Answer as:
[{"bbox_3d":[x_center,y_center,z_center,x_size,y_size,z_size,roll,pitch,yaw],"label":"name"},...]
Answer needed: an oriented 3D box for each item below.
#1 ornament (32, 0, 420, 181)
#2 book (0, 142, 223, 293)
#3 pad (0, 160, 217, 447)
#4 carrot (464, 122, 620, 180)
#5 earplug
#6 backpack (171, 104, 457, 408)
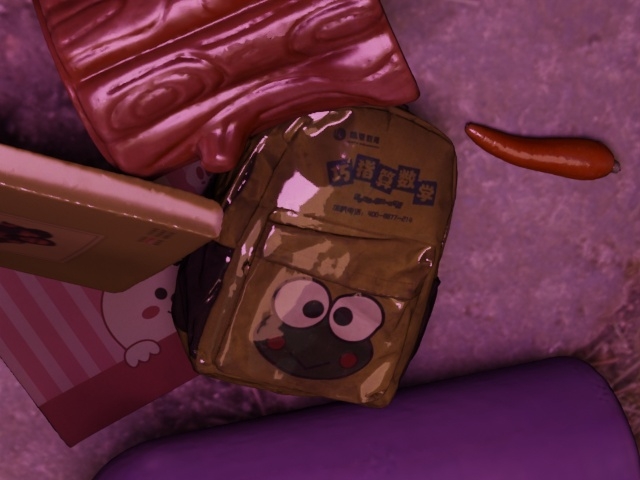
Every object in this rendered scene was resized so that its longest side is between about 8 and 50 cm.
[{"bbox_3d":[-0.069,-0.153,1.295,0.218,0.235,0.221,-23,79,4],"label":"ornament"},{"bbox_3d":[-0.273,-0.030,1.315,0.352,0.239,0.035,14,72,-21],"label":"book"},{"bbox_3d":[-0.125,0.032,1.501,0.300,0.005,0.202,-29,123,2],"label":"pad"},{"bbox_3d":[0.183,-0.072,1.511,0.142,0.035,0.035,9,117,-15],"label":"carrot"},{"bbox_3d":[0.023,0.227,1.497,0.456,0.215,0.215,-6,121,-22],"label":"earplug"},{"bbox_3d":[0.000,0.000,1.438,0.207,0.140,0.253,13,107,-24],"label":"backpack"}]
